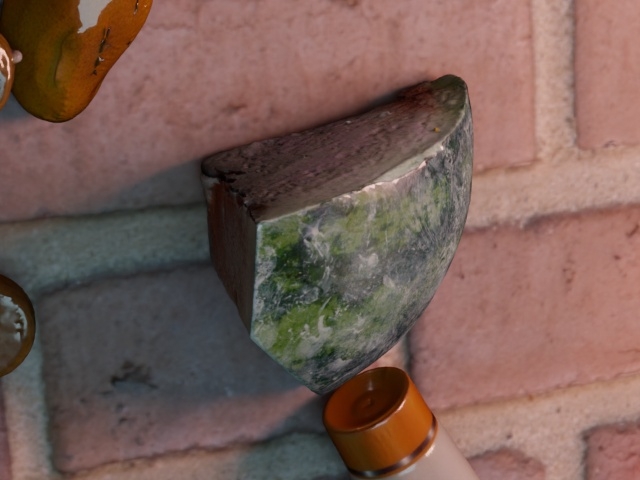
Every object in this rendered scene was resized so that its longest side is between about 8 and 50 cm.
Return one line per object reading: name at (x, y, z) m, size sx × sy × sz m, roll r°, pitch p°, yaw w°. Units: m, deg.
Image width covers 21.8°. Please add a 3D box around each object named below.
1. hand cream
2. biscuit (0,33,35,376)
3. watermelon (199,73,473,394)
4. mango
hand cream at (0.101, 0.255, 1.490) m, size 0.139 × 0.089 × 0.314 m, roll -35°, pitch 120°, yaw -3°
biscuit at (-0.363, 0.039, 1.288) m, size 0.283 × 0.064 × 0.432 m, roll -2°, pitch 107°, yaw -6°
watermelon at (0.000, 0.000, 1.372) m, size 0.320 × 0.213 × 0.290 m, roll -51°, pitch 158°, yaw -38°
mango at (-0.193, -0.167, 1.271) m, size 0.105 × 0.084 × 0.159 m, roll 25°, pitch 97°, yaw -16°
